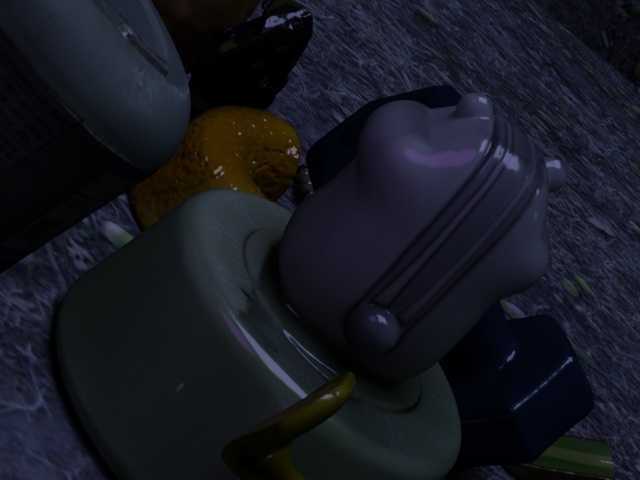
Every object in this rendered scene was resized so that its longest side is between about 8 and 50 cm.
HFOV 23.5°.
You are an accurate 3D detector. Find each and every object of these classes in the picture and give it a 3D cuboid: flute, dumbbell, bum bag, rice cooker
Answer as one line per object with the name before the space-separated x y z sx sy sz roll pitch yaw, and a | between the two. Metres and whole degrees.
flute | 0.000 0.000 1.469 0.027 0.027 0.233 33 24 -29
dumbbell | 0.111 0.035 1.290 0.144 0.160 0.325 13 -45 55
bum bag | -0.078 -0.142 1.374 0.107 0.232 0.060 -17 77 -21
rice cooker | -0.238 -0.095 0.834 0.288 0.277 0.288 55 7 -10

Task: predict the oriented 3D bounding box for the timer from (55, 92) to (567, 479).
timer | 0.027 0.034 1.040 0.291 0.315 0.291 39 20 -17

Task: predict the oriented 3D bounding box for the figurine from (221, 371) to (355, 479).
figurine | 0.029 0.265 0.793 0.338 0.204 0.283 58 -6 -2

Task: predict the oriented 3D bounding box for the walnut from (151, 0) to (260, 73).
walnut | -0.168 -0.258 1.367 0.257 0.224 0.257 7 80 -39

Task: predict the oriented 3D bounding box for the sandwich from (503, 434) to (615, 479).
sandwich | 0.215 0.231 1.469 0.116 0.074 0.074 11 25 0

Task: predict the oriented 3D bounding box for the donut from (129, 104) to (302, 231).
donut | -0.078 -0.025 1.283 0.152 0.101 0.259 21 34 -37
